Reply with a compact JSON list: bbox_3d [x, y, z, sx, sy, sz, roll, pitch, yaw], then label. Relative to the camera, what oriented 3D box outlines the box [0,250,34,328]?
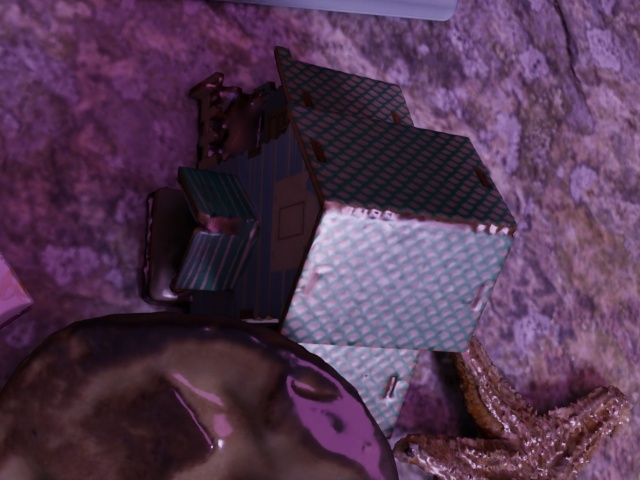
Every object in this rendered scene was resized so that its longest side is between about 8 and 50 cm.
[{"bbox_3d":[-0.247,-0.031,0.561,0.050,0.041,0.207,-37,103,-28],"label":"box"}]

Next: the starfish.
[{"bbox_3d":[0.152,0.194,0.742,0.302,0.060,0.299,45,50,-19],"label":"starfish"}]

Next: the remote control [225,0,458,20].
[{"bbox_3d":[-0.016,-0.227,0.714,0.293,0.051,0.103,-2,85,-32],"label":"remote control"}]

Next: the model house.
[{"bbox_3d":[0.000,0.000,0.606,0.178,0.206,0.270,10,80,-30],"label":"model house"}]

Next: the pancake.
[{"bbox_3d":[-0.083,0.177,0.537,0.295,0.049,0.294,2,98,11],"label":"pancake"}]

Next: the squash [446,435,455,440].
[{"bbox_3d":[0.107,0.197,0.753,0.027,0.027,0.089,-9,91,-31],"label":"squash"}]
